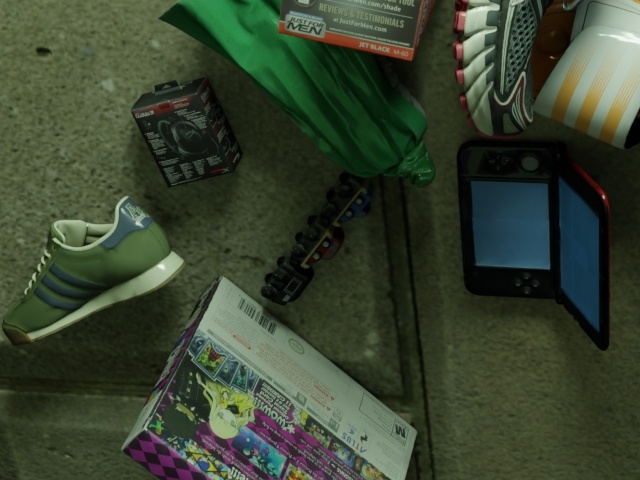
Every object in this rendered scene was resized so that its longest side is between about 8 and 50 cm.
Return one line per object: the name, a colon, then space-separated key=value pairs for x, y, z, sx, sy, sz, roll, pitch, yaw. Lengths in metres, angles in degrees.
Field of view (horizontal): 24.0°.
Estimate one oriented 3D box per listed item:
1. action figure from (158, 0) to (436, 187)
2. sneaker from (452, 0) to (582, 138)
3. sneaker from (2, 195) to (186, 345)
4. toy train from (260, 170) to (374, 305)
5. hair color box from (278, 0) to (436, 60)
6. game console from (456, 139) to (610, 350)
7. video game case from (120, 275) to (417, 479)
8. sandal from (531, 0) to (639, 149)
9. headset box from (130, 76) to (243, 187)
action figure: x=0.006 y=-0.126 z=1.133 sx=0.137 sy=0.063 sz=0.232 roll=-35 pitch=105 yaw=30
sneaker: x=0.153 y=-0.204 z=0.989 sx=0.112 sy=0.121 sz=0.299 roll=11 pitch=116 yaw=2
sneaker: x=-0.212 y=0.021 z=1.299 sx=0.192 sy=0.064 sz=0.086 roll=-22 pitch=107 yaw=27
toy train: x=0.000 y=0.000 z=1.241 sx=0.036 sy=0.027 sz=0.158 roll=30 pitch=126 yaw=-9
hair color box: x=0.037 y=-0.189 z=1.017 sx=0.093 sy=0.167 sz=0.053 roll=13 pitch=125 yaw=8
game console: x=0.164 y=0.004 z=1.162 sx=0.124 sy=0.085 sz=0.144 roll=3 pitch=123 yaw=14
video game case: x=-0.033 y=0.165 z=1.249 sx=0.232 sy=0.210 sz=0.042 roll=39 pitch=125 yaw=-12
sandal: x=0.241 y=-0.109 z=1.069 sx=0.265 sy=0.076 sz=0.102 roll=16 pitch=126 yaw=6
headset box: x=-0.109 y=-0.090 z=1.209 sx=0.062 sy=0.032 sz=0.083 roll=-13 pitch=118 yaw=23
